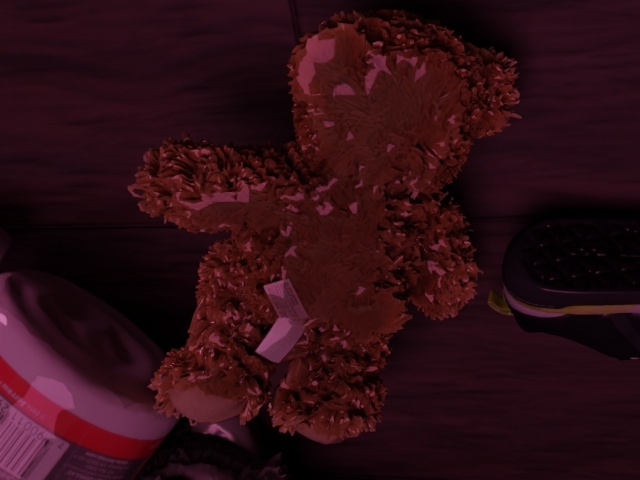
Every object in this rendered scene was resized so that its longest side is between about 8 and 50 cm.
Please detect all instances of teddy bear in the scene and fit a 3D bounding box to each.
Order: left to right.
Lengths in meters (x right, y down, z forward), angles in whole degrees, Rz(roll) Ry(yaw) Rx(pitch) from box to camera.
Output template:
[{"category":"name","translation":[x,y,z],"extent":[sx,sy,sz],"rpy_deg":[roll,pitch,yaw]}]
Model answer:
[{"category":"teddy bear","translation":[0.000,0.000,0.702],"extent":[0.245,0.113,0.338],"rpy_deg":[0,120,-3]}]

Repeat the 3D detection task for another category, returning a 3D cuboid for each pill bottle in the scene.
[{"category":"pill bottle","translation":[-0.261,0.194,0.805],"extent":[0.176,0.176,0.318],"rpy_deg":[37,98,-8]}]

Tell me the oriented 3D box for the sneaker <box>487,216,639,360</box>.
[{"category":"sneaker","translation":[0.233,0.037,0.707],"extent":[0.234,0.084,0.097],"rpy_deg":[8,146,12]}]

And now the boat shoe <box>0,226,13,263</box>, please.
[{"category":"boat shoe","translation":[-0.389,0.049,0.851],"extent":[0.335,0.121,0.119],"rpy_deg":[-27,115,30]}]

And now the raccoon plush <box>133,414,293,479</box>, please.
[{"category":"raccoon plush","translation":[-0.022,0.334,0.923],"extent":[0.216,0.299,0.446],"rpy_deg":[-31,142,4]}]
